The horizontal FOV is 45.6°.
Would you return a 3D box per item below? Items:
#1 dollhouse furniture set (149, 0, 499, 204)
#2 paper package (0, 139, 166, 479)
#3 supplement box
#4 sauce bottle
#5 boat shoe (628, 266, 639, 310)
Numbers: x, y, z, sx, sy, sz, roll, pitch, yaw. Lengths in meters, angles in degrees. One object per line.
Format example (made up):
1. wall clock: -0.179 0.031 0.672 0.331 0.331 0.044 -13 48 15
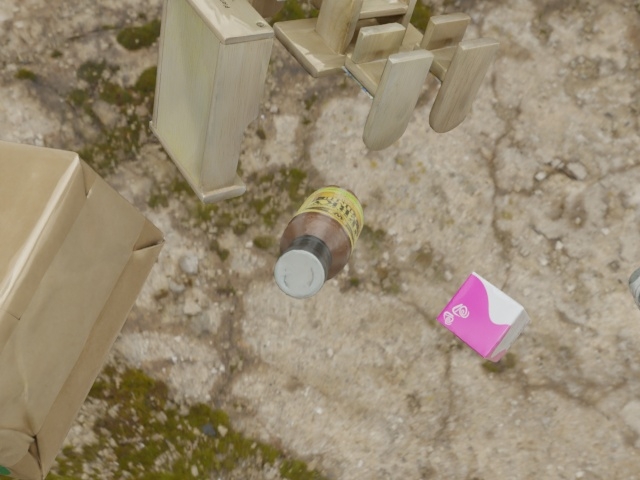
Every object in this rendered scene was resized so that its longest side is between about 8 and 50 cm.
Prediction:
1. dollhouse furniture set: -0.013 -0.151 0.677 0.242 0.161 0.212 -17 54 -31
2. paper package: -0.383 0.052 0.809 0.324 0.168 0.310 11 66 27
3. supplement box: 0.304 0.145 1.398 0.114 0.220 0.111 39 92 20
4. sauce bottle: 0.000 0.000 1.160 0.111 0.344 0.111 2 107 7
5. boat shoe: 0.515 0.150 0.999 0.320 0.118 0.103 44 32 -27
